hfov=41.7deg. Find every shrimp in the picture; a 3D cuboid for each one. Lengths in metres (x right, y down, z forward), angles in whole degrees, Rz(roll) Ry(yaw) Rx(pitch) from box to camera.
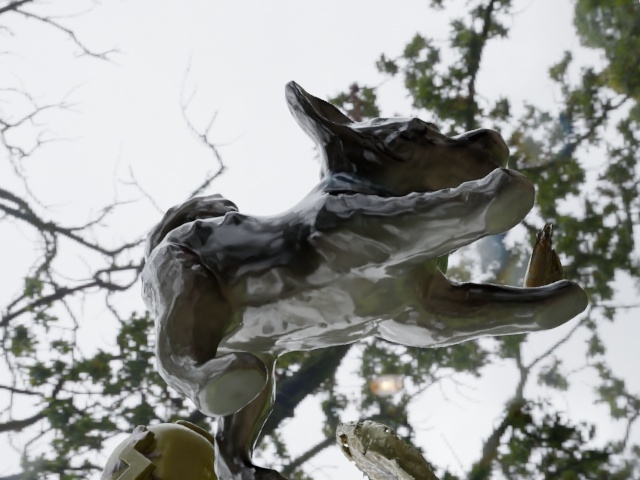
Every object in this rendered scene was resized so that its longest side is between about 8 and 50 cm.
[{"bbox_3d":[0.281,0.034,1.037,0.059,0.023,0.108,10,-86,-25],"label":"shrimp"}]

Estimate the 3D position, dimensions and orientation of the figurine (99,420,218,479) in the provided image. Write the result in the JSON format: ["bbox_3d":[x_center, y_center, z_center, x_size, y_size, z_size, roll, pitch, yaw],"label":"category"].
[{"bbox_3d":[-0.225,0.385,1.141,0.169,0.218,0.327,40,-156,-30],"label":"figurine"}]

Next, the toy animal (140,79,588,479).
[{"bbox_3d":[0.000,0.000,0.697,0.194,0.344,0.303,56,-176,-41],"label":"toy animal"}]

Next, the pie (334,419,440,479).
[{"bbox_3d":[0.123,0.365,1.232,0.055,0.274,0.274,-41,-55,-20],"label":"pie"}]
